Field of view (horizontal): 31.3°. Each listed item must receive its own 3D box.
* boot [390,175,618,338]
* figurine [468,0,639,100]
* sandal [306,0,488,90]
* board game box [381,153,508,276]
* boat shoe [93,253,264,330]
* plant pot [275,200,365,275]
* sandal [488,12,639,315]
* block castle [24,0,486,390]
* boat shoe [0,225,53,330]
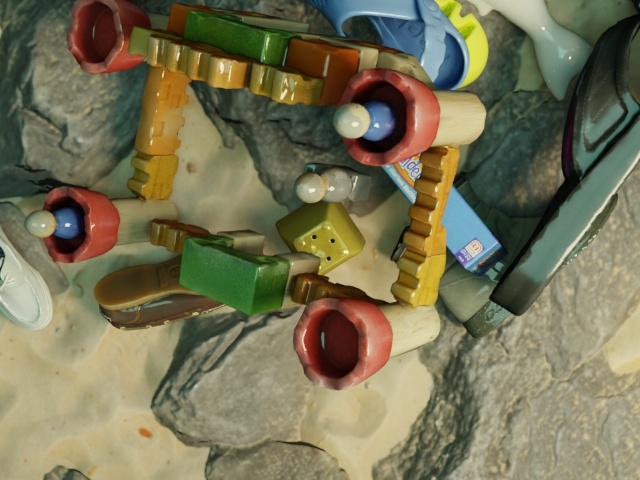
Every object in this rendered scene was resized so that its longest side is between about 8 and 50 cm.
[{"bbox_3d":[0.211,-0.017,1.330,0.246,0.083,0.161,-43,91,5],"label":"boot"},{"bbox_3d":[0.279,-0.290,1.268,0.215,0.092,0.209,-42,103,9],"label":"figurine"},{"bbox_3d":[0.045,-0.265,1.230,0.317,0.138,0.126,39,128,-5],"label":"sandal"},{"bbox_3d":[0.116,-0.058,1.243,0.047,0.160,0.210,-40,79,7],"label":"board game box"},{"bbox_3d":[-0.159,0.058,1.352,0.207,0.073,0.073,-10,140,5],"label":"boat shoe"},{"bbox_3d":[0.000,0.000,1.327,0.081,0.083,0.081,-32,100,7],"label":"plant pot"},{"bbox_3d":[0.299,-0.126,1.215,0.107,0.167,0.446,35,89,6],"label":"sandal"},{"bbox_3d":[-0.084,-0.069,1.141,0.453,0.213,0.303,21,107,34],"label":"block castle"},{"bbox_3d":[-0.378,0.029,1.341,0.066,0.063,0.184,-23,101,5],"label":"boat shoe"}]
